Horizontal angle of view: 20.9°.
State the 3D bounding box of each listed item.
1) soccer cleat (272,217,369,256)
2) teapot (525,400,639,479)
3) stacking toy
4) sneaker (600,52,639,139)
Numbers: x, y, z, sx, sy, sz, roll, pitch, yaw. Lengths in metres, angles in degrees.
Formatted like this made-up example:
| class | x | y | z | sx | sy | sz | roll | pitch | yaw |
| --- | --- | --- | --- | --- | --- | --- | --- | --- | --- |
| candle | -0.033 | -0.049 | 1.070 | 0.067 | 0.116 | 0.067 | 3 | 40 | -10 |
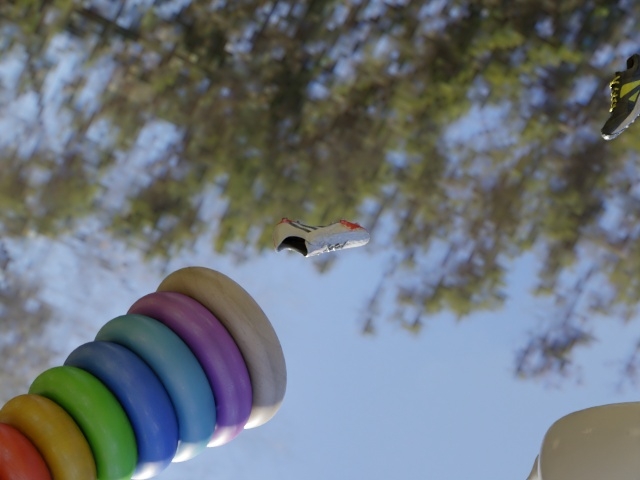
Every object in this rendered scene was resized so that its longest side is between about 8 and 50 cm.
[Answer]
| class | x | y | z | sx | sy | sz | roll | pitch | yaw |
| --- | --- | --- | --- | --- | --- | --- | --- | --- | --- |
| soccer cleat | 0.000 | 0.000 | 1.478 | 0.035 | 0.083 | 0.029 | -84 | 179 | -48 |
| teapot | 0.321 | 0.269 | 1.662 | 0.256 | 0.252 | 0.187 | 138 | -41 | -63 |
| stacking toy | -0.181 | 0.150 | 1.289 | 0.330 | 0.141 | 0.141 | -33 | -179 | -36 |
| sneaker | 0.248 | -0.118 | 1.418 | 0.083 | 0.035 | 0.031 | -53 | -179 | -22 |
